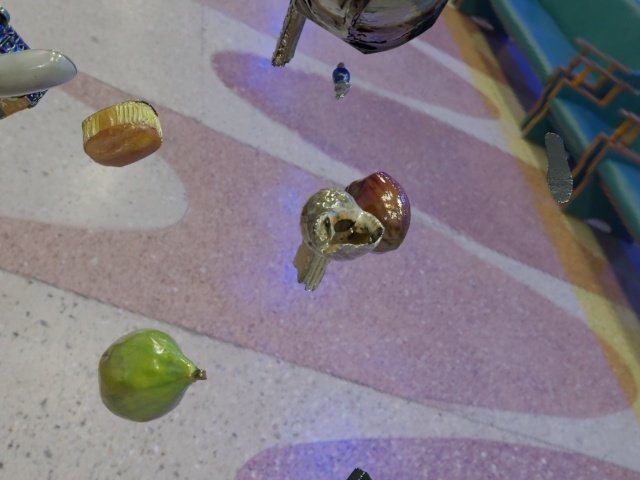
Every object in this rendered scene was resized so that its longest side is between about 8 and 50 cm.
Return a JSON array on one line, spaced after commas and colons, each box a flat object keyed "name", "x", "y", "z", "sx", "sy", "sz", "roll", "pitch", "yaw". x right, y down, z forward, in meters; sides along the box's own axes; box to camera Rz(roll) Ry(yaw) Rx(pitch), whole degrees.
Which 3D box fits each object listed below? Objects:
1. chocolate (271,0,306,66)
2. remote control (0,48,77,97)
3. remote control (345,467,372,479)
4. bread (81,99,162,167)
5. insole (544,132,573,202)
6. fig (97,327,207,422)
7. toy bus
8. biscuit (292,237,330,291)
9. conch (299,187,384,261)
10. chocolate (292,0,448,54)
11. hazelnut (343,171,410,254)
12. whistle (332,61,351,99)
[{"name": "chocolate", "x": -0.052, "y": -0.587, "z": 1.997, "sx": 0.065, "sy": 0.329, "sz": 0.102, "roll": 17, "pitch": 25, "yaw": -10}, {"name": "remote control", "x": -0.462, "y": -0.227, "z": 1.144, "sx": 0.229, "sy": 0.073, "sz": 0.044, "roll": -10, "pitch": 67, "yaw": 5}, {"name": "remote control", "x": 0.014, "y": 0.548, "z": 1.543, "sx": 0.025, "sy": 0.063, "sz": 0.245, "roll": 24, "pitch": 65, "yaw": 41}, {"name": "bread", "x": -0.473, "y": -0.249, "z": 1.901, "sx": 0.132, "sy": 0.191, "sz": 0.114, "roll": 49, "pitch": 22, "yaw": -55}, {"name": "insole", "x": 0.426, "y": -0.132, "z": 1.434, "sx": 0.053, "sy": 0.002, "sz": 0.152, "roll": 7, "pitch": 60, "yaw": -14}, {"name": "fig", "x": -0.395, "y": 0.307, "z": 1.932, "sx": 0.233, "sy": 0.314, "sz": 0.233, "roll": 44, "pitch": 26, "yaw": -28}, {"name": "toy bus", "x": -0.762, "y": -0.424, "z": 1.816, "sx": 0.275, "sy": 0.167, "sz": 0.138, "roll": 55, "pitch": 34, "yaw": -33}, {"name": "biscuit", "x": 0.000, "y": 0.000, "z": 1.952, "sx": 0.062, "sy": 0.238, "sz": 0.108, "roll": 14, "pitch": 25, "yaw": -21}, {"name": "conch", "x": 0.036, "y": -0.025, "z": 1.431, "sx": 0.155, "sy": 0.130, "sz": 0.207, "roll": -5, "pitch": 14, "yaw": 6}, {"name": "chocolate", "x": 0.070, "y": -0.424, "z": 1.155, "sx": 0.284, "sy": 0.283, "sz": 0.186, "roll": 36, "pitch": 13, "yaw": 0}, {"name": "hazelnut", "x": 0.143, "y": -0.068, "z": 2.129, "sx": 0.181, "sy": 0.212, "sz": 0.180, "roll": 24, "pitch": 46, "yaw": -18}, {"name": "whistle", "x": 0.034, "y": -0.248, "z": 1.227, "sx": 0.029, "sy": 0.033, "sz": 0.083, "roll": 34, "pitch": 36, "yaw": -33}]
